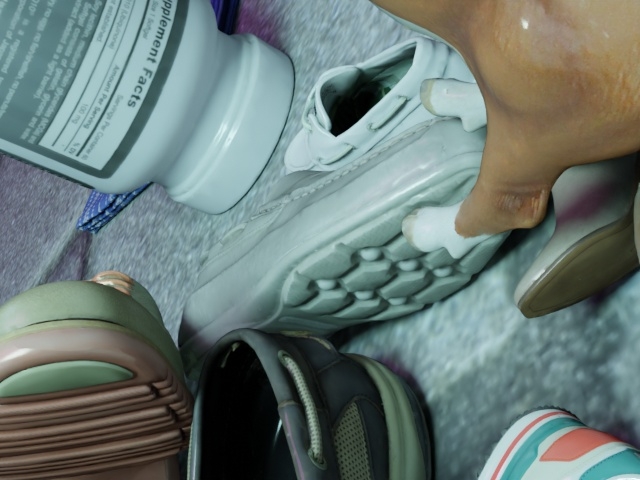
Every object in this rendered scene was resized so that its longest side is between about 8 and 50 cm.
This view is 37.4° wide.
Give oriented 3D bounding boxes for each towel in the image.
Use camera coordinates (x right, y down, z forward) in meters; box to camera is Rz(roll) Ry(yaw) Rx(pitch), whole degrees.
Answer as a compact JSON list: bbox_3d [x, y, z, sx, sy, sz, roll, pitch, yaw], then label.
[{"bbox_3d":[-0.203,-0.169,1.153,0.336,0.040,0.243,-32,42,48],"label":"towel"}]

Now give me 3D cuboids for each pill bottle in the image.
[{"bbox_3d":[-0.221,-0.164,0.824,0.210,0.363,0.210,-40,37,41],"label":"pill bottle"}]

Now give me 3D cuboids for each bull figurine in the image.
[{"bbox_3d":[0.028,-0.142,0.365,0.310,0.101,0.188,54,149,10],"label":"bull figurine"}]

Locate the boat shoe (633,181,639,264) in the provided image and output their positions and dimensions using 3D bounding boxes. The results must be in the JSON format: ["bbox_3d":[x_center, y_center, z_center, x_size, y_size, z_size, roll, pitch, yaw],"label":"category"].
[{"bbox_3d":[0.157,0.068,0.232,0.122,0.120,0.324,-50,31,28],"label":"boat shoe"}]

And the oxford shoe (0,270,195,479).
[{"bbox_3d":[-0.158,0.082,0.611,0.397,0.140,0.146,119,146,-66],"label":"oxford shoe"}]

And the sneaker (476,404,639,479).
[{"bbox_3d":[0.077,0.142,0.344,0.161,0.057,0.075,-63,25,-7],"label":"sneaker"}]

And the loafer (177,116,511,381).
[{"bbox_3d":[0.000,0.000,0.577,0.319,0.112,0.111,-34,50,47],"label":"loafer"}]

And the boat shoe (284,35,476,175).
[{"bbox_3d":[0.027,-0.088,0.636,0.226,0.076,0.083,-22,50,54],"label":"boat shoe"}]

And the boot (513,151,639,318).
[{"bbox_3d":[0.120,-0.028,0.432,0.118,0.042,0.087,-34,51,4],"label":"boot"}]

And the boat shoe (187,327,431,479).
[{"bbox_3d":[-0.022,0.195,0.426,0.132,0.130,0.355,-37,38,30],"label":"boat shoe"}]
